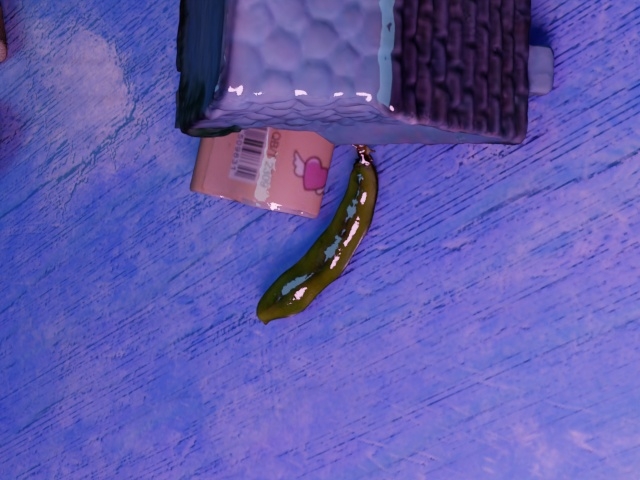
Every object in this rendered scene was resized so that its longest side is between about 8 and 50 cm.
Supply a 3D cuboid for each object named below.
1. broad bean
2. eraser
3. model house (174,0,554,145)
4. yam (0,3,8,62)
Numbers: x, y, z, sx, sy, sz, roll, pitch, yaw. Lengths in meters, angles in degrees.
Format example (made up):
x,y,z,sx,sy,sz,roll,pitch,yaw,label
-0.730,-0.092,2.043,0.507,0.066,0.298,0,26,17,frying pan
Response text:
x,y,z,sx,sy,sz,roll,pitch,yaw,label
0.005,0.002,1.146,0.069,0.039,0.227,31,103,10,broad bean
-0.047,-0.181,1.190,0.171,0.087,0.291,14,93,35,eraser
0.054,-0.267,1.001,0.297,0.339,0.360,170,103,-77,model house
-0.525,-0.366,1.559,0.128,0.129,0.238,132,131,-64,yam
